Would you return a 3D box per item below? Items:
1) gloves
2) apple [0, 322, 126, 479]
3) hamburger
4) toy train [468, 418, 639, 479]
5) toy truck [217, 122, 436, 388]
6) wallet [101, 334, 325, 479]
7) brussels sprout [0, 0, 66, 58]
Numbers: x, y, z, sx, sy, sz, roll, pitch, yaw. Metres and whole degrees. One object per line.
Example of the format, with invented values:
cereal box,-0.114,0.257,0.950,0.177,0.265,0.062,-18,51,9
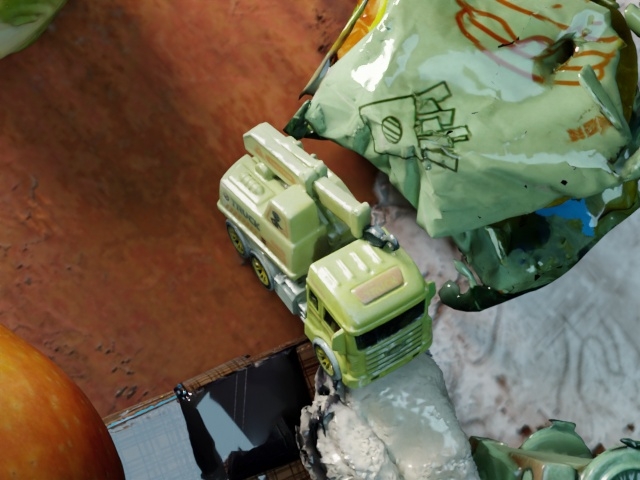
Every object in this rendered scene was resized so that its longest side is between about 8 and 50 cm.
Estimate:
gloves,0.041,0.139,0.725,0.114,0.070,0.153,-17,84,-20
apple,-0.220,0.131,0.596,0.230,0.230,0.230,1,88,-19
hamburger,0.138,-0.102,0.764,0.276,0.150,0.260,46,76,-13
toy train,0.251,0.219,0.805,0.326,0.129,0.159,11,88,-18
toy truck,0.000,0.000,0.708,0.077,0.100,0.169,-27,56,-17
wallet,-0.050,0.141,0.745,0.230,0.042,0.124,-22,96,-19
brussels sprout,-0.204,-0.183,0.663,0.155,0.117,0.155,5,78,-24
